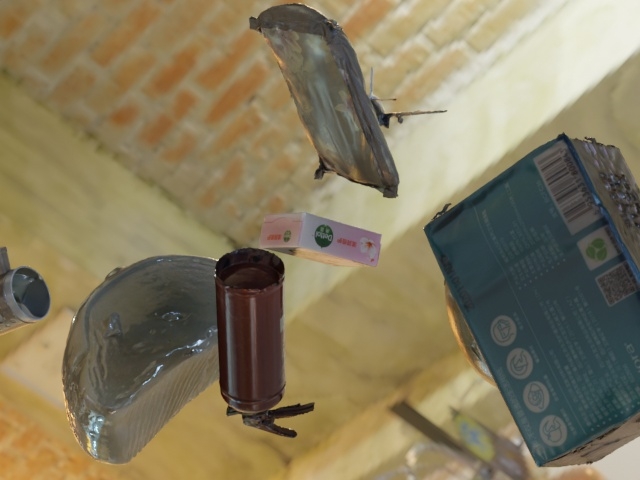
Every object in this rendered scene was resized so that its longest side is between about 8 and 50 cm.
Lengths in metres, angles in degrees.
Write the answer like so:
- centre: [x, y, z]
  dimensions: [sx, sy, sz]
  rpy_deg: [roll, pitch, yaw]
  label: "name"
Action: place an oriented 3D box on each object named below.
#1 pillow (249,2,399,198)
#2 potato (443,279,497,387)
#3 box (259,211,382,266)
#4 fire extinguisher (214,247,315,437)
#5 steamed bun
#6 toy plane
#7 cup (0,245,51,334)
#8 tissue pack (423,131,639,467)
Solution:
- centre: [0.012, -0.174, 1.780]
  dimensions: [0.059, 0.255, 0.169]
  rpy_deg: [-40, -149, -30]
  label: "pillow"
- centre: [0.333, 0.108, 2.603]
  dimensions: [0.221, 0.326, 0.243]
  rpy_deg: [-12, -176, -22]
  label: "potato"
- centre: [0.000, 0.000, 1.803]
  dimensions: [0.089, 0.125, 0.043]
  rpy_deg: [-1, -103, 55]
  label: "box"
- centre: [-0.083, 0.174, 2.239]
  dimensions: [0.106, 0.147, 0.337]
  rpy_deg: [-86, 176, -53]
  label: "fire extinguisher"
- centre: [-0.292, 0.175, 2.471]
  dimensions: [0.383, 0.236, 0.247]
  rpy_deg: [-39, 159, -31]
  label: "steamed bun"
- centre: [0.083, -0.199, 2.252]
  dimensions: [0.226, 0.226, 0.058]
  rpy_deg: [70, 26, -75]
  label: "toy plane"
- centre: [-0.405, 0.070, 1.825]
  dimensions: [0.099, 0.102, 0.074]
  rpy_deg: [-22, -150, 25]
  label: "cup"
- centre: [0.246, 0.060, 1.398]
  dimensions: [0.192, 0.134, 0.270]
  rpy_deg: [-35, -112, 33]
  label: "tissue pack"
